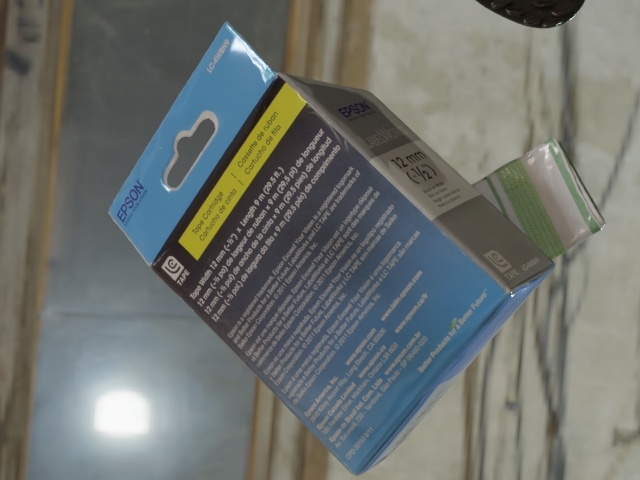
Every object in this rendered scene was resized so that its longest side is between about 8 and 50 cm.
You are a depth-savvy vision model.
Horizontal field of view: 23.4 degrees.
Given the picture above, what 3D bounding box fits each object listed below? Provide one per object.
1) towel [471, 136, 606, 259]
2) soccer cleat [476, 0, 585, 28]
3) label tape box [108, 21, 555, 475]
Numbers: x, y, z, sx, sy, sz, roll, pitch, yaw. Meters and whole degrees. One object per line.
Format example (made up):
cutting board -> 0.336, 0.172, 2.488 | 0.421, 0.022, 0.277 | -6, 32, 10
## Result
towel -> 0.181, -0.021, 1.463 | 0.152, 0.113, 0.023 | -29, 146, 10
soccer cleat -> 0.109, -0.306, 1.493 | 0.318, 0.109, 0.116 | 23, -155, -10
label tape box -> 0.000, 0.000, 1.398 | 0.348, 0.249, 0.115 | 45, -148, 15
